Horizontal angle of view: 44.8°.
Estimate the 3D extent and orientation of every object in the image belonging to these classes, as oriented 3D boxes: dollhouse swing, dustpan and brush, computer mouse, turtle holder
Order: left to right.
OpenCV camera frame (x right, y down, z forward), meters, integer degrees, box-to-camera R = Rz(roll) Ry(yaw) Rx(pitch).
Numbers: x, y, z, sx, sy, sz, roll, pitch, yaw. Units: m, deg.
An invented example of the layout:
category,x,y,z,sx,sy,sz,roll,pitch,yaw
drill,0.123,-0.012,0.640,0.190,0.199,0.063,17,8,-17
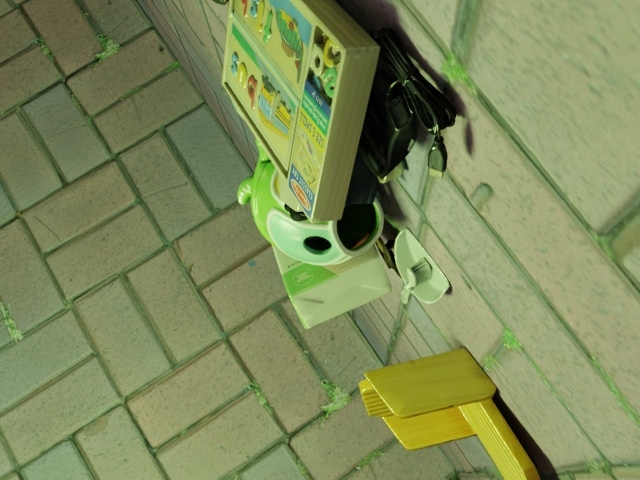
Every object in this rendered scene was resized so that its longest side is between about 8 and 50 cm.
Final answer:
category,x,y,z,sx,sy,sz,roll,pitch,yaw
turtle holder,0.000,-0.100,1.481,0.227,0.243,0.320,32,134,45
computer mouse,0.121,-0.148,1.035,0.184,0.060,0.262,59,163,23
dustpan and brush,0.188,0.080,1.553,0.147,0.060,0.211,55,173,20
dollhouse swing,0.280,0.449,1.720,0.347,0.315,0.305,72,-176,-63

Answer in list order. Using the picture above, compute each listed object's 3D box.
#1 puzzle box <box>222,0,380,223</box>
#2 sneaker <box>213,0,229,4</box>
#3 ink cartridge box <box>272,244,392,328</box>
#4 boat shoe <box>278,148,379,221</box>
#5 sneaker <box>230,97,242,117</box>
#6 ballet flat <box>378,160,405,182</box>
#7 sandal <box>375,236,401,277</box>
category,x,y,z,sx,sy,sz,roll,pitch,yaw
puzzle box,-0.051,-0.253,1.152,0.409,0.052,0.272,-123,34,-43
sneaker,-0.217,-0.536,1.443,0.162,0.106,0.281,39,177,12
ink cartridge box,0.000,0.000,1.710,0.353,0.207,0.119,-113,-2,-48
boat shoe,0.019,-0.205,1.273,0.127,0.158,0.341,-139,47,-57
sneaker,-0.126,-0.287,1.855,0.319,0.127,0.208,58,172,-2
ballet flat,0.089,-0.157,1.217,0.057,0.052,0.168,49,169,53
sandal,0.157,0.029,1.633,0.072,0.049,0.180,62,-169,28
